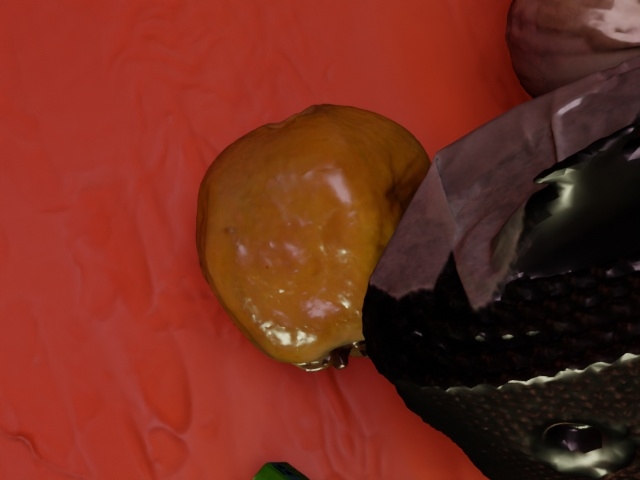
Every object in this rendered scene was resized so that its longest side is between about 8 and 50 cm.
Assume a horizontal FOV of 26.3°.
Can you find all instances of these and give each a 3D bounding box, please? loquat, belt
[{"bbox_3d":[0.000,0.000,0.699,0.137,0.113,0.137,0,88,-17],"label":"loquat"},{"bbox_3d":[0.158,0.001,0.610,0.289,0.164,0.184,-24,42,20],"label":"belt"}]

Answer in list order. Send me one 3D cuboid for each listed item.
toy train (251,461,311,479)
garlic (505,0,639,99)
[{"bbox_3d":[0.045,0.185,0.663,0.209,0.042,0.044,34,91,20],"label":"toy train"},{"bbox_3d":[0.211,-0.143,0.718,0.245,0.245,0.160,4,35,-5],"label":"garlic"}]
